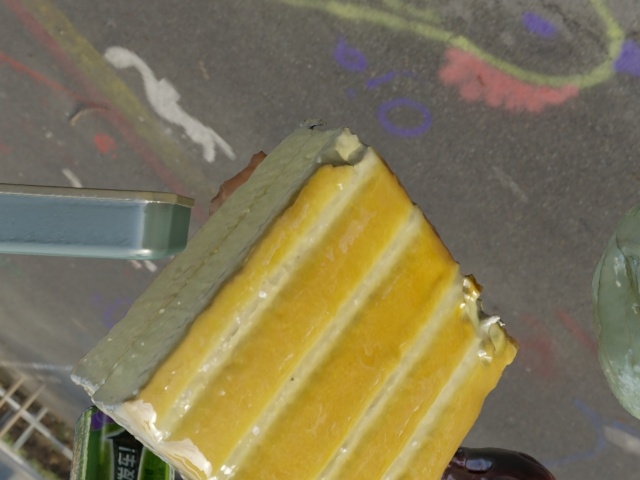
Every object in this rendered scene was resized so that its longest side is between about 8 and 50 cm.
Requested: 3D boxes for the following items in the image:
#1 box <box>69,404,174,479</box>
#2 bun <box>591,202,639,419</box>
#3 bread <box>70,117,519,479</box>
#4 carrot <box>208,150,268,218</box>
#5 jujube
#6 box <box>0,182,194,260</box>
[{"bbox_3d":[-0.248,0.368,1.091,0.134,0.346,0.097,17,130,-23],"label":"box"},{"bbox_3d":[0.241,0.023,0.568,0.118,0.195,0.195,34,153,19],"label":"bun"},{"bbox_3d":[0.003,0.078,0.606,0.111,0.246,0.239,7,143,54],"label":"bread"},{"bbox_3d":[0.000,0.000,1.015,0.195,0.196,0.254,20,160,30],"label":"carrot"},{"bbox_3d":[0.285,0.416,1.468,0.236,0.168,0.168,22,151,52],"label":"jujube"},{"bbox_3d":[-0.107,-0.009,0.418,0.091,0.031,0.126,3,-179,-5],"label":"box"}]
